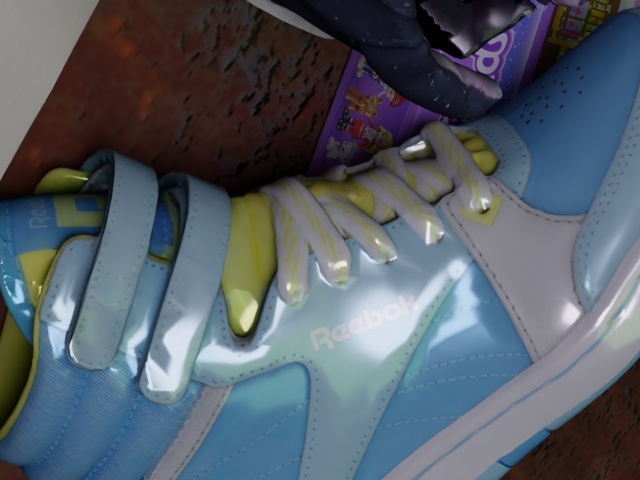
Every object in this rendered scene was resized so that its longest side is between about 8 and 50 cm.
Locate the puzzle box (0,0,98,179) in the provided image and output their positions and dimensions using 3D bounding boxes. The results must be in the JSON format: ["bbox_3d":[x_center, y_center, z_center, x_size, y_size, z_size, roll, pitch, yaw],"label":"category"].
[{"bbox_3d":[-0.235,0.002,0.392,0.272,0.052,0.409,43,63,-40],"label":"puzzle box"}]

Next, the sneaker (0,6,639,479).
[{"bbox_3d":[0.000,0.000,0.590,0.208,0.127,0.319,38,98,-23],"label":"sneaker"}]

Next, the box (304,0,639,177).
[{"bbox_3d":[0.121,-0.112,0.713,0.201,0.057,0.293,8,110,-41],"label":"box"}]

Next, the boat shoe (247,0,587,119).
[{"bbox_3d":[-0.023,-0.154,0.414,0.127,0.158,0.340,-51,150,0],"label":"boat shoe"}]
